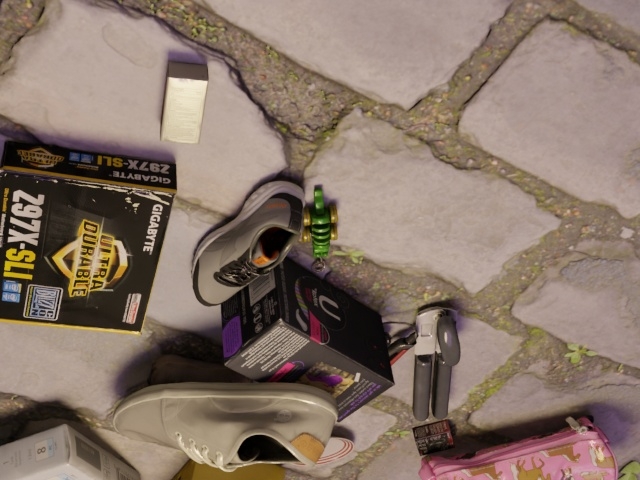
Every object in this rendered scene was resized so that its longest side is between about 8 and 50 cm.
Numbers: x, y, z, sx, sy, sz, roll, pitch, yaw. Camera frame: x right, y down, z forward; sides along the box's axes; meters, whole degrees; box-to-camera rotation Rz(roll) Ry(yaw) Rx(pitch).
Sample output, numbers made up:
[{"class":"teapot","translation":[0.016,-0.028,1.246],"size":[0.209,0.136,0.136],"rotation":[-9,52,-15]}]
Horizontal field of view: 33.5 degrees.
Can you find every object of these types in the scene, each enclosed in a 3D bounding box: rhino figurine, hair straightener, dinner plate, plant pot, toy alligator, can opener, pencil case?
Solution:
[{"class":"rhino figurine","translation":[-0.202,0.259,1.928],"size":[0.243,0.073,0.106],"rotation":[9,134,-19]},{"class":"hair straightener","translation":[0.094,0.216,1.944],"size":[0.089,0.047,0.230],"rotation":[28,131,-22]},{"class":"dinner plate","translation":[-0.002,0.420,2.136],"size":[0.141,0.017,0.141],"rotation":[-10,148,-6]},{"class":"plant pot","translation":[-0.211,0.549,2.123],"size":[0.187,0.212,0.212],"rotation":[29,123,-16]},{"class":"toy alligator","translation":[0.000,0.000,1.728],"size":[0.056,0.051,0.190],"rotation":[-5,134,-5]},{"class":"can opener","translation":[0.212,0.241,1.961],"size":[0.076,0.095,0.283],"rotation":[-4,127,-4]},{"class":"pencil case","translation":[0.396,0.471,2.150],"size":[0.386,0.167,0.160],"rotation":[-15,177,-2]}]

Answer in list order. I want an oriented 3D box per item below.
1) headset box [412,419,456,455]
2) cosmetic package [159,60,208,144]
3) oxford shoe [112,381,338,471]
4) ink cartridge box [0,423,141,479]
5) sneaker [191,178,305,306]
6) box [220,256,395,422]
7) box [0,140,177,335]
[{"class":"headset box","translation":[0.234,0.401,2.162],"size":[0.083,0.032,0.062],"rotation":[-16,134,5]},{"class":"cosmetic package","translation":[-0.195,-0.195,1.517],"size":[0.060,0.041,0.115],"rotation":[5,132,-13]},{"class":"oxford shoe","translation":[-0.179,0.323,1.798],"size":[0.449,0.130,0.169],"rotation":[-6,149,30]},{"class":"ink cartridge box","translation":[-0.575,0.492,2.027],"size":[0.385,0.091,0.308],"rotation":[-21,147,8]},{"class":"sneaker","translation":[-0.120,0.021,1.691],"size":[0.100,0.108,0.271],"rotation":[23,127,-30]},{"class":"box","translation":[-0.022,0.167,1.804],"size":[0.270,0.165,0.143],"rotation":[32,122,-33]},{"class":"box","translation":[-0.377,0.005,1.654],"size":[0.257,0.079,0.322],"rotation":[9,131,-15]}]
